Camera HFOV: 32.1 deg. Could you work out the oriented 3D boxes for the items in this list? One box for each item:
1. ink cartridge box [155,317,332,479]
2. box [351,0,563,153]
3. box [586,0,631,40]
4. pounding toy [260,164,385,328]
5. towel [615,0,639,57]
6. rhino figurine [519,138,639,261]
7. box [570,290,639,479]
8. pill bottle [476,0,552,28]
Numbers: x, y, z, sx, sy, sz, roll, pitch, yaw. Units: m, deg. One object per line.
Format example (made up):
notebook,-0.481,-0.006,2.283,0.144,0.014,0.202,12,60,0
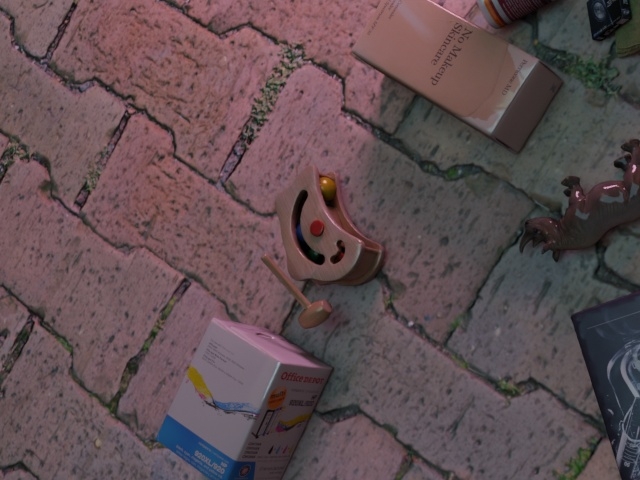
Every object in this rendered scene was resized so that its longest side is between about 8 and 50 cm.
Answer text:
ink cartridge box,-0.126,0.275,1.880,0.168,0.171,0.232,28,96,32
box,0.220,-0.283,1.810,0.311,0.121,0.148,35,98,32
box,0.447,-0.357,1.720,0.083,0.018,0.067,143,124,-65
pounding toy,0.000,0.000,1.867,0.154,0.155,0.269,-24,69,30
towel,0.489,-0.344,1.672,0.148,0.027,0.110,162,106,-69
rhino figurine,0.402,-0.045,1.682,0.243,0.073,0.106,-34,62,23
box,0.559,0.198,1.474,0.343,0.179,0.312,-23,70,26
pill bottle,0.331,-0.411,1.790,0.152,0.086,0.086,-24,69,25
